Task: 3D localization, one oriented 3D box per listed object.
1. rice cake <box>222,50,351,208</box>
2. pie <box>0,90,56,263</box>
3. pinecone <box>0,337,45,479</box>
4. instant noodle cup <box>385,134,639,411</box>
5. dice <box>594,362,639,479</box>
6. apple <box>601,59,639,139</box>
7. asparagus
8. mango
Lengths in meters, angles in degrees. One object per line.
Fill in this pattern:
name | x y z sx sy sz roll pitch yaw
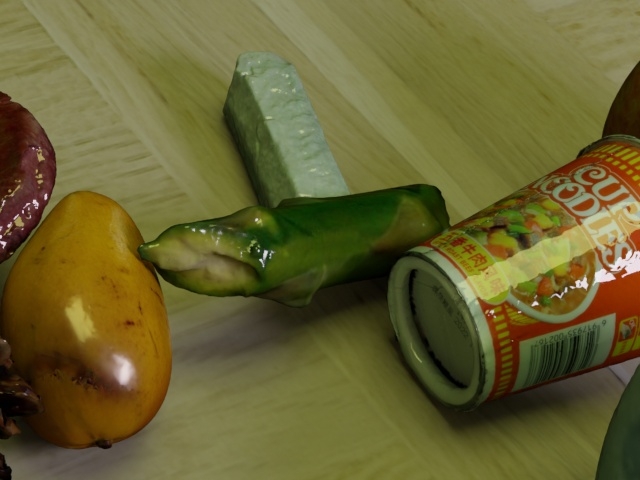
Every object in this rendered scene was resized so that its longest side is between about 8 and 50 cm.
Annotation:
rice cake | -0.030 -0.076 1.519 0.063 0.069 0.206 -2 44 -23
pie | -0.289 -0.027 1.312 0.204 0.054 0.219 -26 39 6
pinecone | -0.301 0.107 1.125 0.221 0.221 0.221 11 42 -10
instant noodle cup | 0.171 0.037 1.405 0.212 0.193 0.193 -21 55 -25
dice | 0.347 0.205 1.211 0.268 0.265 0.262 9 42 -13
apple | 0.357 -0.054 1.500 0.264 0.264 0.264 11 42 -10
asparagus | -0.001 0.001 1.377 0.085 0.082 0.343 43 28 25
mango | -0.162 0.051 1.275 0.112 0.145 0.219 -16 41 14
